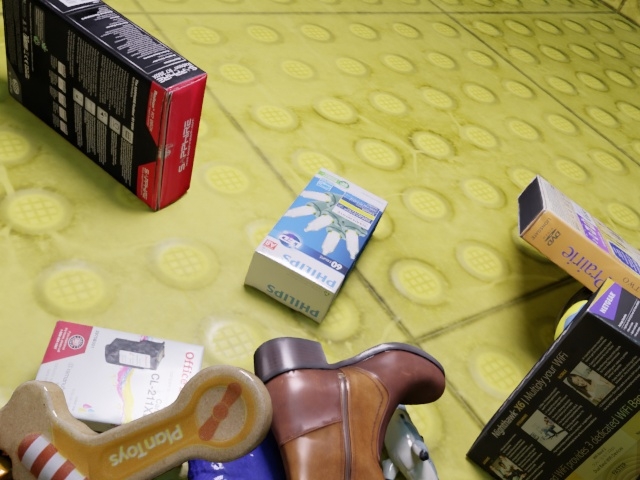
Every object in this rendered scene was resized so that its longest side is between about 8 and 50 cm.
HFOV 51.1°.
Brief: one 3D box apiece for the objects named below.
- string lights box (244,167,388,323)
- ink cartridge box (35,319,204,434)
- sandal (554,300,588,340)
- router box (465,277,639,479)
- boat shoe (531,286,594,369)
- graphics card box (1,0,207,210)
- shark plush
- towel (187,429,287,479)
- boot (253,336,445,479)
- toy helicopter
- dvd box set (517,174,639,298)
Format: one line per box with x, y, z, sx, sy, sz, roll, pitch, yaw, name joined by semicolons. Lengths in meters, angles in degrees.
0.000;0.000;1.063;0.133;0.076;0.259;28;40;5;string lights box
-0.230;0.174;0.768;0.175;0.072;0.127;12;41;-12;ink cartridge box
0.415;0.211;0.853;0.126;0.138;0.317;-37;99;-25;sandal
0.346;0.231;0.779;0.243;0.308;0.081;37;43;17;router box
0.440;0.151;1.049;0.132;0.130;0.355;33;41;13;boat shoe
-0.350;-0.245;1.059;0.371;0.232;0.094;35;46;17;graphics card box
0.108;0.258;0.864;0.067;0.073;0.161;29;17;-30;shark plush
-0.039;0.309;0.674;0.228;0.076;0.308;24;35;-24;towel
0.067;0.240;0.711;0.264;0.096;0.280;17;39;-35;boot
-0.200;0.224;0.588;0.355;0.140;0.234;-25;72;4;toy helicopter
0.500;0.064;1.068;0.420;0.062;0.307;38;21;3;dvd box set
